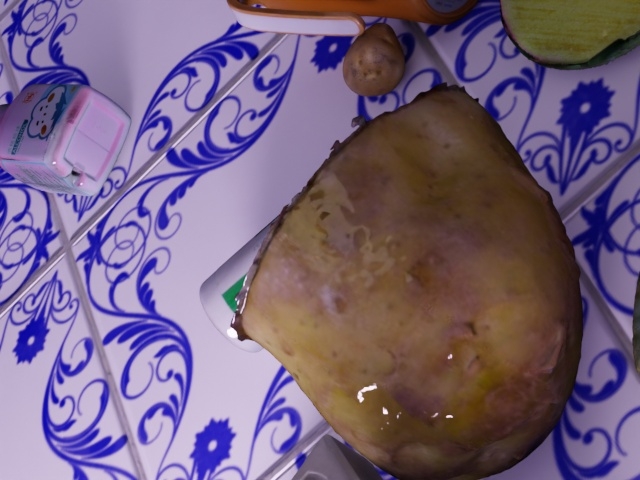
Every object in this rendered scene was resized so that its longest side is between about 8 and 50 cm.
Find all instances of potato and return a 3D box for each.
[{"bbox_3d":[0.115,0.056,1.406,0.237,0.301,0.289,38,127,30],"label":"potato"},{"bbox_3d":[0.057,-0.188,1.745,0.068,0.062,0.083,-7,36,21],"label":"potato"}]

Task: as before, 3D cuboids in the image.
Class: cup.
[{"bbox_3d":[0.030,-0.295,1.746,0.264,0.182,0.226,21,63,43],"label":"cup"}]

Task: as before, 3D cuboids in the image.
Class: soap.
[{"bbox_3d":[0.011,0.253,1.443,0.121,0.064,0.183,-56,17,2],"label":"soap"}]

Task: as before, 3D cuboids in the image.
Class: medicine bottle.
[{"bbox_3d":[-0.332,-0.125,2.050,0.188,0.094,0.119,7,68,46],"label":"medicine bottle"},{"bbox_3d":[0.000,0.000,1.643,0.260,0.095,0.095,-40,43,19],"label":"medicine bottle"}]

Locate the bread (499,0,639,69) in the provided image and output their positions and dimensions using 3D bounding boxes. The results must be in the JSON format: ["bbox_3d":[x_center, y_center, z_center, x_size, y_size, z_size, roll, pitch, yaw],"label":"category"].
[{"bbox_3d":[0.270,-0.259,1.597,0.228,0.033,0.228,-25,50,34],"label":"bread"}]

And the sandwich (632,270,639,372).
[{"bbox_3d":[0.340,0.026,1.278,0.292,0.109,0.212,-56,40,-1],"label":"sandwich"}]
